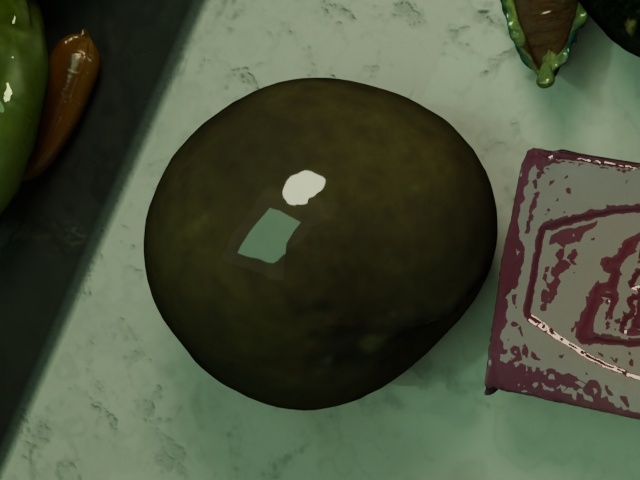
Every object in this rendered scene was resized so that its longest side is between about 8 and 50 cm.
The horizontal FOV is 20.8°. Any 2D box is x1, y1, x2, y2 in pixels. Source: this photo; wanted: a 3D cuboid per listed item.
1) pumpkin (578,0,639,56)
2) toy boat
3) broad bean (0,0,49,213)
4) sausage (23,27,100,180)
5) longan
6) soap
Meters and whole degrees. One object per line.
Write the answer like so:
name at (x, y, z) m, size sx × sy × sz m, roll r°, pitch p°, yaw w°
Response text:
pumpkin at (0.353, -0.291, 1.481) m, size 0.323 × 0.241 × 0.323 m, roll 0°, pitch 92°, yaw 14°
toy boat at (0.205, -0.273, 1.622) m, size 0.108 × 0.099 × 0.293 m, roll -8°, pitch 79°, yaw 21°
broad bean at (-0.363, -0.140, 1.802) m, size 0.238 × 0.119 × 0.291 m, roll -8°, pitch 71°, yaw 49°
sausage at (-0.277, -0.137, 1.827) m, size 0.183 × 0.054 × 0.062 m, roll -66°, pitch 29°, yaw 9°
longan at (0.000, 0.000, 1.590) m, size 0.319 × 0.319 × 0.319 m, roll 0°, pitch 89°, yaw 21°
soap at (0.345, 0.057, 1.546) m, size 0.359 × 0.128 × 0.233 m, roll 10°, pitch 94°, yaw 22°
